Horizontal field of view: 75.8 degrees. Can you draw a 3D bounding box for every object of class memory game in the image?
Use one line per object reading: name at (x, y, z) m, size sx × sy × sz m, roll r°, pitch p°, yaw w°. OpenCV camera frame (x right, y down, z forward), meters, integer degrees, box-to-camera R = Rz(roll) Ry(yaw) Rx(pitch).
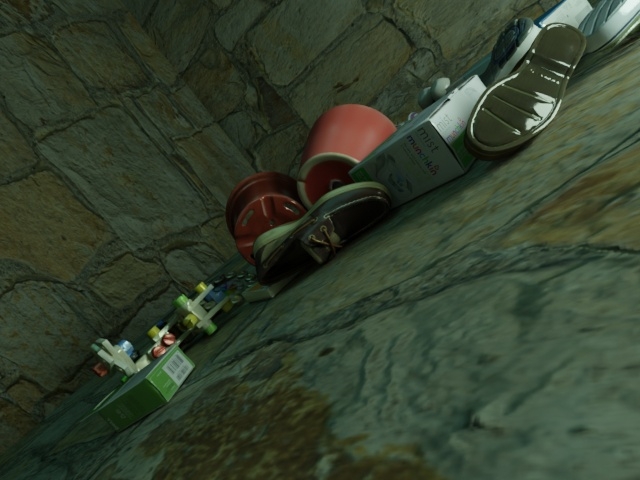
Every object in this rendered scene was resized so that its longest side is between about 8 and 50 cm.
memory game at (-0.266, 0.139, 1.170) m, size 0.187 × 0.012 × 0.186 m, roll -12°, pitch 27°, yaw 6°

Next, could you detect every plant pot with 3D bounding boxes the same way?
plant pot at (-0.136, -0.048, 1.156) m, size 0.273 × 0.272 × 0.265 m, roll -38°, pitch 17°, yaw 1°
plant pot at (0.067, -0.187, 1.067) m, size 0.275 × 0.275 × 0.243 m, roll -32°, pitch 20°, yaw 34°

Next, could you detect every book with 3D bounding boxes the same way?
book at (-0.120, 0.104, 0.986) m, size 0.096 × 0.035 × 0.144 m, roll -41°, pitch 11°, yaw -32°

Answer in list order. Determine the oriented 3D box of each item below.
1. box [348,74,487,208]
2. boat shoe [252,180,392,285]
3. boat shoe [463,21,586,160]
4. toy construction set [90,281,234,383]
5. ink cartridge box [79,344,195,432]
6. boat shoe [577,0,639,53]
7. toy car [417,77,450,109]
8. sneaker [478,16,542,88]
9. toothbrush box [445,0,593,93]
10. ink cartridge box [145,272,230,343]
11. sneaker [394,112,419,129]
box at (0.227, -0.205, 0.878) m, size 0.231 × 0.126 × 0.262 m, roll -26°, pitch 14°, yaw 49°
boat shoe at (0.000, 0.000, 0.862) m, size 0.342 × 0.123 × 0.123 m, roll -25°, pitch 44°, yaw 20°
boat shoe at (0.339, -0.228, 0.692) m, size 0.307 × 0.111 × 0.104 m, roll -46°, pitch -15°, yaw -17°
toy construction set at (-0.378, 0.238, 0.990) m, size 0.328 × 0.151 × 0.215 m, roll -31°, pitch 0°, yaw -42°
ink cartridge box at (-0.358, 0.302, 0.812) m, size 0.209 × 0.062 × 0.109 m, roll -35°, pitch 9°, yaw 20°
boat shoe at (0.565, -0.419, 0.736) m, size 0.302 × 0.094 × 0.109 m, roll -47°, pitch 9°, yaw -20°
toy car at (0.409, -0.432, 1.346) m, size 0.182 × 0.159 × 0.136 m, roll 172°, pitch 115°, yaw -72°
sneaker at (0.407, -0.336, 0.925) m, size 0.297 × 0.130 × 0.110 m, roll 124°, pitch 157°, yaw -57°
toothbrush box at (0.503, -0.451, 1.041) m, size 0.216 × 0.126 × 0.296 m, roll -43°, pitch 11°, yaw -26°
ink cartridge box at (-0.391, 0.223, 1.266) m, size 0.193 × 0.088 × 0.234 m, roll -31°, pitch 12°, yaw 44°
sneaker at (0.322, -0.400, 1.647) m, size 0.305 × 0.114 × 0.152 m, roll -40°, pitch -6°, yaw -40°
